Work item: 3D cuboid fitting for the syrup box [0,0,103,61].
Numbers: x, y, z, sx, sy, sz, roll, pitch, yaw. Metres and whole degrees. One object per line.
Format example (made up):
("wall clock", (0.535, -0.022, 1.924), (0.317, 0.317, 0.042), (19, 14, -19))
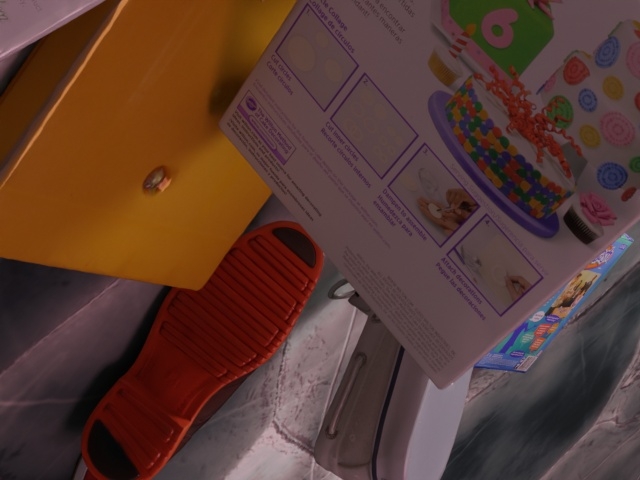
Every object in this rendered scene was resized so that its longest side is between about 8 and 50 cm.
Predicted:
("syrup box", (-0.114, -0.186, 0.808), (0.237, 0.093, 0.096), (-34, 110, -21))

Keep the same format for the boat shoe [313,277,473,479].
("boat shoe", (0.075, 0.048, 1.414), (0.136, 0.156, 0.367), (37, 67, -59))

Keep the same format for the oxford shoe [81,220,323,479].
("oxford shoe", (-0.095, 0.088, 1.287), (0.271, 0.097, 0.098), (-47, 174, 11))

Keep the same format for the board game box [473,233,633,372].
("board game box", (0.257, 0.058, 1.778), (0.210, 0.047, 0.160), (-52, 153, 13))

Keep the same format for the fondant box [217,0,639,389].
("fondant box", (0.098, -0.088, 0.922), (0.096, 0.238, 0.330), (-33, 170, -38))

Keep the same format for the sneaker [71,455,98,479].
("sneaker", (-0.192, 0.239, 1.359), (0.042, 0.067, 0.118), (-22, 145, -38))

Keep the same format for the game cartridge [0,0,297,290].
("game cartridge", (-0.083, -0.115, 1.049), (0.323, 0.053, 0.285), (-55, 153, 11))

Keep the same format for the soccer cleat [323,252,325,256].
("soccer cleat", (0.000, 0.000, 1.346), (0.036, 0.029, 0.083), (-16, 137, -38))
